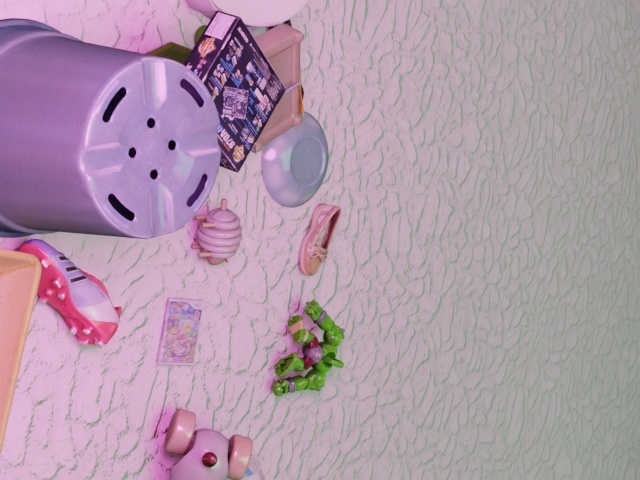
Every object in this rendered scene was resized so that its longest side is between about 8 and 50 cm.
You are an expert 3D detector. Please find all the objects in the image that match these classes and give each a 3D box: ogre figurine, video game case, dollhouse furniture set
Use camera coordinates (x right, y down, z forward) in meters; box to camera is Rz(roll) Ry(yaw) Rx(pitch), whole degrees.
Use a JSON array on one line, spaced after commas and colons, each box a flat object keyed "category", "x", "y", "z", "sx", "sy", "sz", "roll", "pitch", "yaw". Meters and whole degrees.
[{"category": "ogre figurine", "x": -0.019, "y": 0.231, "z": 2.338, "sx": 0.118, "sy": 0.097, "sz": 0.197, "roll": 25, "pitch": 67, "yaw": -37}, {"category": "video game case", "x": -0.256, "y": 0.167, "z": 2.109, "sx": 0.087, "sy": 0.011, "sz": 0.122, "roll": 9, "pitch": 91, "yaw": -50}, {"category": "dollhouse furniture set", "x": -0.170, "y": -0.261, "z": 2.041, "sx": 0.301, "sy": 0.151, "sz": 0.197, "roll": -38, "pitch": 140, "yaw": -45}]

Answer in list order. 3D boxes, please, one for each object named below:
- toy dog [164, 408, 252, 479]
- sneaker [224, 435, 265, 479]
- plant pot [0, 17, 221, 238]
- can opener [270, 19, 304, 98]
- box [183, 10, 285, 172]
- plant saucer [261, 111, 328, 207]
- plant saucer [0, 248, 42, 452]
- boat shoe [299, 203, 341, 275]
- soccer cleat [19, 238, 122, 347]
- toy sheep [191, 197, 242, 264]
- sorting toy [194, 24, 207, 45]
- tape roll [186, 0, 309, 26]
[{"category": "toy dog", "x": -0.231, "y": 0.475, "z": 2.065, "sx": 0.220, "sy": 0.161, "sz": 0.334, "roll": 0, "pitch": 93, "yaw": -8}, {"category": "sneaker", "x": -0.143, "y": 0.464, "z": 2.249, "sx": 0.229, "sy": 0.087, "sz": 0.092, "roll": 50, "pitch": 60, "yaw": -45}, {"category": "plant pot", "x": -0.347, "y": -0.147, "z": 1.685, "sx": 0.341, "sy": 0.334, "sz": 0.341, "roll": -15, "pitch": 110, "yaw": -47}, {"category": "can opener", "x": -0.071, "y": -0.334, "z": 2.193, "sx": 0.059, "sy": 0.073, "sz": 0.186, "roll": -13, "pitch": 109, "yaw": -7}, {"category": "box", "x": -0.150, "y": -0.238, "z": 1.869, "sx": 0.175, "sy": 0.051, "sz": 0.220, "roll": -62, "pitch": 152, "yaw": -14}, {"category": "plant saucer", "x": -0.037, "y": -0.159, "z": 2.274, "sx": 0.195, "sy": 0.037, "sz": 0.195, "roll": -12, "pitch": 107, "yaw": -47}, {"category": "plant saucer", "x": -0.589, "y": 0.155, "z": 1.662, "sx": 0.333, "sy": 0.081, "sz": 0.333, "roll": 15, "pitch": 87, "yaw": -49}, {"category": "boat shoe", "x": 0.001, "y": 0.000, "z": 2.344, "sx": 0.056, "sy": 0.048, "sz": 0.153, "roll": 31, "pitch": 75, "yaw": -48}, {"category": "soccer cleat", "x": -0.405, "y": 0.073, "z": 1.871, "sx": 0.248, "sy": 0.083, "sz": 0.095, "roll": 61, "pitch": 38, "yaw": -38}, {"category": "toy sheep", "x": -0.185, "y": -0.014, "z": 2.096, "sx": 0.091, "sy": 0.091, "sz": 0.132, "roll": -20, "pitch": 131, "yaw": -46}, {"category": "sorting toy", "x": -0.179, "y": -0.344, "z": 2.062, "sx": 0.061, "sy": 0.042, "sz": 0.102, "roll": -58, "pitch": 135, "yaw": -24}, {"category": "tape roll", "x": -0.126, "y": -0.574, "z": 2.052, "sx": 0.392, "sy": 0.072, "sz": 0.392, "roll": -15, "pitch": 110, "yaw": -47}]
